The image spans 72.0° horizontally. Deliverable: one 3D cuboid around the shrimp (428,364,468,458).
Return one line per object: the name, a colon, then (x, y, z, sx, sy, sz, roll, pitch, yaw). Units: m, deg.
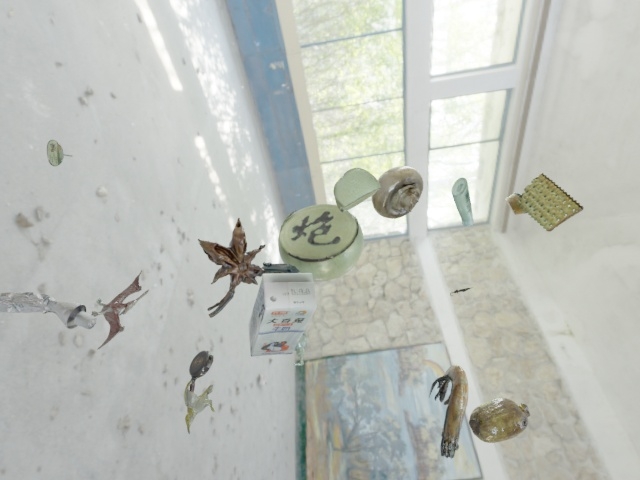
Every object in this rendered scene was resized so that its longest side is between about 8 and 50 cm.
shrimp: (0.314, 0.419, 1.099, 0.152, 0.046, 0.219, 135, -32, -74)

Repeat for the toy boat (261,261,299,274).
toy boat: (-0.137, 0.105, 1.534, 0.055, 0.141, 0.059, -45, 130, -60)

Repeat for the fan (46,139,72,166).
fan: (-0.620, -0.211, 1.041, 0.080, 0.003, 0.060, -78, 165, -57)

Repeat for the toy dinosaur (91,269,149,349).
toy dinosaur: (-0.460, 0.150, 1.005, 0.032, 0.109, 0.220, 69, 21, -46)

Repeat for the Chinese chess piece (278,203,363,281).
Chinese chess piece: (0.000, 0.000, 1.790, 0.146, 0.350, 0.349, 77, 7, -46)

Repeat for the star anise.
star anise: (-0.307, 0.098, 1.463, 0.148, 0.238, 0.345, -127, -127, -76)

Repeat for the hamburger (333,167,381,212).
hamburger: (0.084, -0.136, 1.121, 0.084, 0.121, 0.054, 62, 5, 12)

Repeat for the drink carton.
drink carton: (-0.109, 0.203, 1.165, 0.314, 0.131, 0.106, 115, -30, -52)

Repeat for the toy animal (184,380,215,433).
toy animal: (-0.394, 0.545, 1.439, 0.219, 0.095, 0.155, 102, -22, -48)

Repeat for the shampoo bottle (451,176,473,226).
shampoo bottle: (0.427, -0.105, 1.311, 0.190, 0.041, 0.069, 51, 55, -51)

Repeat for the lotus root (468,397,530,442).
lotus root: (0.692, 0.680, 1.683, 0.128, 0.261, 0.145, 98, -25, -45)

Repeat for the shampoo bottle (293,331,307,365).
shampoo bottle: (-0.069, 0.290, 1.332, 0.056, 0.056, 0.195, 78, -2, -48)

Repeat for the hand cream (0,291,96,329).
hand cream: (-0.559, 0.132, 0.850, 0.084, 0.257, 0.050, 94, 5, -53)

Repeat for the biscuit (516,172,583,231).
biscuit: (0.752, -0.128, 1.475, 0.016, 0.144, 0.203, 42, 14, -46)

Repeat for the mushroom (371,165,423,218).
mushroom: (0.310, -0.180, 1.737, 0.178, 0.227, 0.226, 54, -13, 32)

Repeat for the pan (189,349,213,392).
pan: (-0.485, 0.525, 1.704, 0.040, 0.115, 0.211, 38, 61, -36)

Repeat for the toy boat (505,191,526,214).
toy boat: (0.749, -0.143, 1.640, 0.088, 0.088, 0.229, 61, 19, 0)

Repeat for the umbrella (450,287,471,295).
umbrella: (0.631, 0.225, 1.984, 0.013, 0.122, 0.022, -12, 75, -44)
